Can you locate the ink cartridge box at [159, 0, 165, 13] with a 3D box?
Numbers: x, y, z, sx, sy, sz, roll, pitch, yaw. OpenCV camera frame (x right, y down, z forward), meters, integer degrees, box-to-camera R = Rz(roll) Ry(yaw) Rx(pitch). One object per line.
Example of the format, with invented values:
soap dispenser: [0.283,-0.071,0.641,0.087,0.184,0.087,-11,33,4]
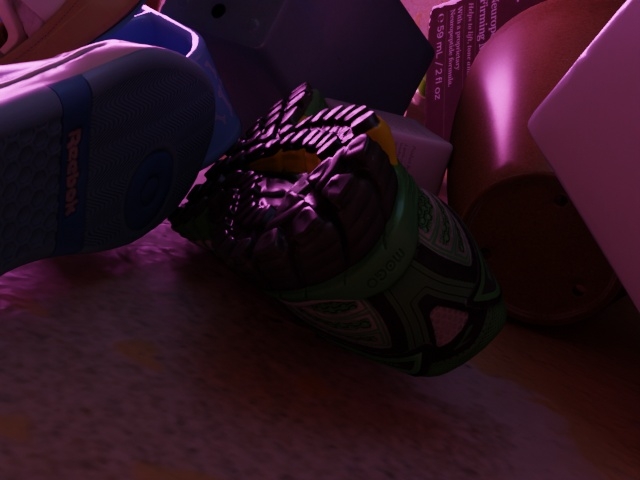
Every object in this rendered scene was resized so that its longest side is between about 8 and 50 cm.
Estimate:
ink cartridge box: [-0.237,-0.328,1.463,0.143,0.092,0.090,14,17,-6]

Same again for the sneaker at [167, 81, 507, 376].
sneaker: [0.000,0.000,0.616,0.146,0.134,0.343,46,1,-18]

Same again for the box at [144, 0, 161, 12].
box: [-0.389,-0.306,1.177,0.191,0.143,0.381,27,18,31]

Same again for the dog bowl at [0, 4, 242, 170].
dog bowl: [-0.182,-0.127,0.775,0.165,0.074,0.297,-25,35,-24]

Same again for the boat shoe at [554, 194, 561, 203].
boat shoe: [0.227,-0.044,1.014,0.183,0.066,0.066,0,22,-43]

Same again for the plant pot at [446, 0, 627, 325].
plant pot: [0.192,-0.048,0.775,0.237,0.237,0.254,20,32,14]

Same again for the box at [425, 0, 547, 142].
box: [0.237,-0.166,1.015,0.167,0.169,0.203,13,-15,-40]

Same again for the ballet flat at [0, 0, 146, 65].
ballet flat: [-0.205,-0.127,0.641,0.080,0.073,0.232,15,55,46]

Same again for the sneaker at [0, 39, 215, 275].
sneaker: [-0.213,-0.069,0.545,0.208,0.127,0.319,23,23,22]

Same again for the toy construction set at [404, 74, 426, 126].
toy construction set: [0.046,-0.190,1.174,0.327,0.151,0.215,17,38,29]

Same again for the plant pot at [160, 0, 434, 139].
plant pot: [-0.029,-0.177,0.881,0.165,0.166,0.234,23,-8,25]

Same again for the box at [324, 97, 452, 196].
box: [0.040,-0.050,0.797,0.087,0.101,0.102,11,17,-16]

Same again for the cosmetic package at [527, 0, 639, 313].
cosmetic package: [0.406,-0.042,0.534,0.393,0.327,0.330,4,48,-34]
